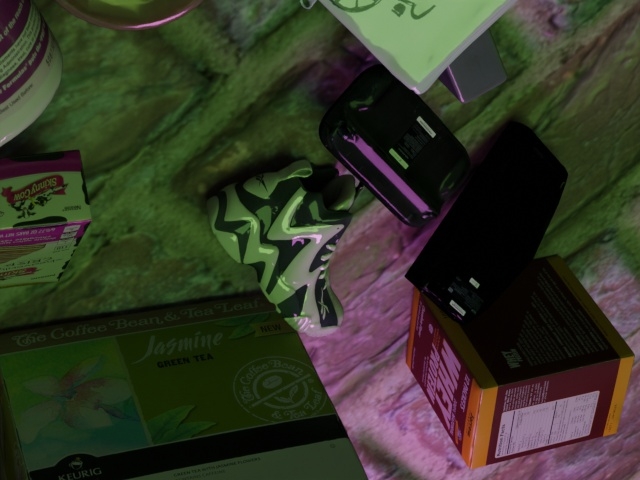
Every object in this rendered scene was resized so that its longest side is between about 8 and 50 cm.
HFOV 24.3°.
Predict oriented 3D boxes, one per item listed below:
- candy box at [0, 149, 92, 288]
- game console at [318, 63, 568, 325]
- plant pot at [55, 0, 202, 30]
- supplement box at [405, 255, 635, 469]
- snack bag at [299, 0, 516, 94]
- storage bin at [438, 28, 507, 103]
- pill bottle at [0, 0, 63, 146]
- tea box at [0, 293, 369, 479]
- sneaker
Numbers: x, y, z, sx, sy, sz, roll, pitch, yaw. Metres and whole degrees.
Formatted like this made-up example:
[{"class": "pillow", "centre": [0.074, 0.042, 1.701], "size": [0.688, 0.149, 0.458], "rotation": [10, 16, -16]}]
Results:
[{"class": "candy box", "centre": [-0.309, -0.009, 1.381], "size": [0.159, 0.071, 0.233], "rotation": [-8, 168, -18]}, {"class": "game console", "centre": [0.133, -0.067, 1.592], "size": [0.213, 0.044, 0.361], "rotation": [-55, 133, -7]}, {"class": "plant pot", "centre": [-0.151, -0.284, 1.171], "size": [0.263, 0.229, 0.263], "rotation": [-4, 125, -5]}, {"class": "supplement box", "centre": [0.229, 0.139, 1.752], "size": [0.194, 0.191, 0.129], "rotation": [-11, 130, -17]}, {"class": "snack bag", "centre": [0.090, -0.332, 1.343], "size": [0.323, 0.037, 0.342], "rotation": [-42, 114, 10]}, {"class": "storage bin", "centre": [0.127, -0.204, 1.493], "size": [0.098, 0.091, 0.135], "rotation": [-29, 132, 0]}, {"class": "pill bottle", "centre": [-0.345, -0.220, 1.209], "size": [0.169, 0.169, 0.301], "rotation": [-27, 133, -2]}, {"class": "tea box", "centre": [-0.158, 0.254, 1.577], "size": [0.329, 0.323, 0.220], "rotation": [-9, 131, -19]}, {"class": "sneaker", "centre": [0.000, 0.000, 1.598], "size": [0.153, 0.094, 0.235], "rotation": [-31, 124, 13]}]
